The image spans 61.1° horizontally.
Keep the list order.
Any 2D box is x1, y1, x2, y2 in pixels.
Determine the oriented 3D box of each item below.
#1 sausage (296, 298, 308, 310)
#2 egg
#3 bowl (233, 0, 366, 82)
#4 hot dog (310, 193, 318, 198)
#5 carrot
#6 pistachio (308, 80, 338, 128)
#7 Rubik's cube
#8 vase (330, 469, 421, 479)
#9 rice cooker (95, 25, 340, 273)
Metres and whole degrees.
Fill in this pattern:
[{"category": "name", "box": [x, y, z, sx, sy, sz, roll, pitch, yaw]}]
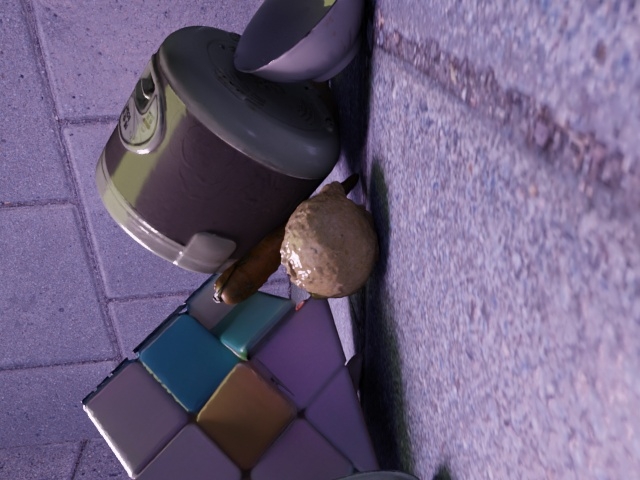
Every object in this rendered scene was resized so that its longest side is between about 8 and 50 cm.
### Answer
[{"category": "sausage", "box": [-0.025, 0.216, 1.369, 0.076, 0.076, 0.141, 96, 166, -62]}, {"category": "egg", "box": [0.011, 0.005, 0.646, 0.118, 0.116, 0.140, -44, -45, -49]}, {"category": "bowl", "box": [-0.006, -0.245, 0.635, 0.086, 0.189, 0.189, 37, -151, -36]}, {"category": "hot dog", "box": [0.000, 0.000, 1.050, 0.108, 0.059, 0.191, -99, 4, -55]}, {"category": "carrot", "box": [-0.039, -0.006, 0.706, 0.049, 0.254, 0.049, 44, 166, 13]}, {"category": "pistachio", "box": [-0.035, -0.181, 0.902, 0.129, 0.131, 0.206, -125, 39, -63]}, {"category": "Rubik's cube", "box": [-0.103, 0.262, 0.752, 0.368, 0.387, 0.358, 40, 162, 13]}, {"category": "vase", "box": [0.061, 0.345, 0.401, 0.298, 0.143, 0.143, -107, 13, -49]}, {"category": "rice cooker", "box": [-0.145, -0.119, 0.755, 0.277, 0.288, 0.288, -46, 34, 29]}]
